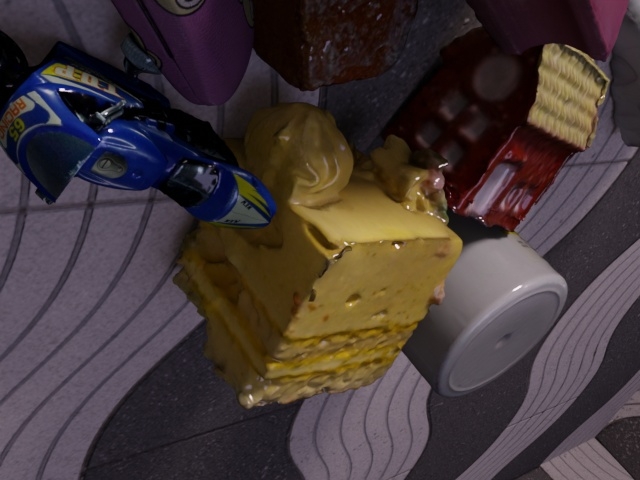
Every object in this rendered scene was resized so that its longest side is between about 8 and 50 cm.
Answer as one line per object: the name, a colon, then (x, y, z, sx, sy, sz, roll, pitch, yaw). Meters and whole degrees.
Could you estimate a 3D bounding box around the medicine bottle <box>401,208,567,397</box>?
medicine bottle: (0.189, 0.064, 1.065, 0.237, 0.232, 0.238, -26, 146, -20)

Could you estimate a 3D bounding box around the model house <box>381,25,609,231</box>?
model house: (0.231, -0.160, 0.912, 0.196, 0.160, 0.254, 11, 120, -50)

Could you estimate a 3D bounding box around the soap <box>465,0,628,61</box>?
soap: (0.182, -0.315, 0.597, 0.359, 0.128, 0.233, 16, 90, -62)

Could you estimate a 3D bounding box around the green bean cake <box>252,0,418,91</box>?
green bean cake: (0.002, -0.245, 0.637, 0.198, 0.097, 0.233, -20, 142, -31)

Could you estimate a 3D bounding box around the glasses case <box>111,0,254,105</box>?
glasses case: (-0.117, -0.226, 0.524, 0.316, 0.075, 0.123, 64, 33, -56)

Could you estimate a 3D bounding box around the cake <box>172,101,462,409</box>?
cake: (0.000, 0.000, 0.811, 0.227, 0.222, 0.286, -2, 131, -45)

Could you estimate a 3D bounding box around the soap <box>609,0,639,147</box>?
soap: (0.521, -0.289, 1.150, 0.159, 0.258, 0.302, -38, 103, -1)

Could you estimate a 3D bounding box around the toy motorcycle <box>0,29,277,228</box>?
toy motorcycle: (-0.161, -0.083, 0.596, 0.113, 0.169, 0.315, -46, 143, 19)
